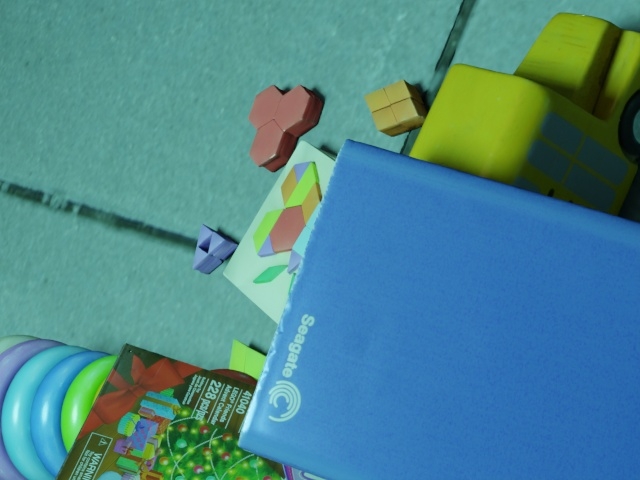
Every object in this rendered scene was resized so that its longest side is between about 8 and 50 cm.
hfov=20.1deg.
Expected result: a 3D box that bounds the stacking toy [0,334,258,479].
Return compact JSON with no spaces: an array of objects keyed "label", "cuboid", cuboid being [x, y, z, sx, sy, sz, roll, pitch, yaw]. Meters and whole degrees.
[{"label":"stacking toy","cuboid":[-0.163,0.150,1.469,0.330,0.141,0.141,-1,68,47]}]

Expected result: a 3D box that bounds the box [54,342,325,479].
[{"label":"box","cuboid":[-0.094,0.218,1.222,0.057,0.201,0.293,102,-172,-47]}]

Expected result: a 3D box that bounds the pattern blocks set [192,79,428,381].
[{"label":"pattern blocks set","cuboid":[0.000,0.000,1.452,0.325,0.026,0.285,12,78,52]}]

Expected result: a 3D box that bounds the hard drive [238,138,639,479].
[{"label":"hard drive","cuboid":[0.127,0.079,1.103,0.318,0.040,0.210,17,84,22]}]

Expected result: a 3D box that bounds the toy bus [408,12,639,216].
[{"label":"toy bus","cuboid":[0.115,-0.003,1.229,0.108,0.130,0.333,21,85,53]}]
